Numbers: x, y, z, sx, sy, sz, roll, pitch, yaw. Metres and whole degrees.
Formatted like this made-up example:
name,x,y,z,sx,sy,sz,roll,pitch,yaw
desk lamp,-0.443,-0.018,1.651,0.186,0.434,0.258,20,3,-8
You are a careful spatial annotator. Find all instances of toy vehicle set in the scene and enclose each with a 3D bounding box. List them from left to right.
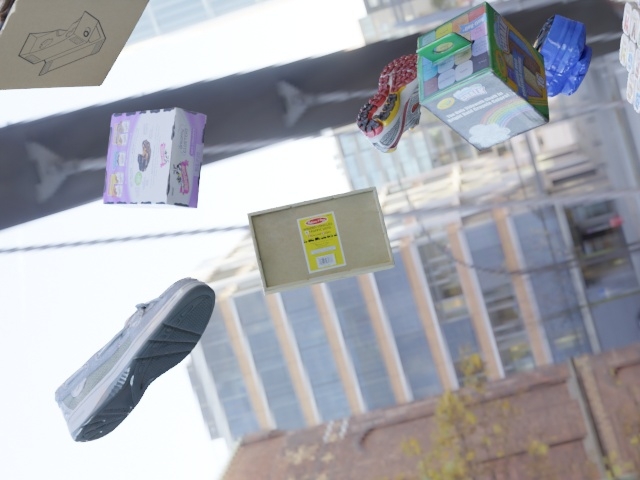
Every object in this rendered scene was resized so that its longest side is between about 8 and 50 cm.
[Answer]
name,x,y,z,sx,sy,sz,roll,pitch,yaw
toy vehicle set,0.000,0.000,2.121,0.035,0.267,0.166,89,169,-77

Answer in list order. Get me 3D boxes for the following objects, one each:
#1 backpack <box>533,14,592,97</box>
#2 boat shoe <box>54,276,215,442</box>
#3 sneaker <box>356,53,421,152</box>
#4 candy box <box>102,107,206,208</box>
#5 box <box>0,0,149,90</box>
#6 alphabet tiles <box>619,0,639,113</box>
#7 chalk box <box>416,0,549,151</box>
name,x,y,z,sx,sy,sz,roll,pitch,yaw
backpack,0.404,-0.313,1.794,0.098,0.101,0.120,-69,-7,-46
boat shoe,-0.283,0.165,1.595,0.103,0.320,0.118,50,-160,27
sneaker,0.146,-0.255,1.957,0.225,0.088,0.092,-55,-45,-23
candy box,-0.288,-0.138,1.849,0.070,0.196,0.164,8,-94,-44
box,-0.327,-0.253,1.341,0.201,0.164,0.021,-12,-119,-47
alphabet tiles,0.685,-0.406,2.269,0.284,0.021,0.278,-92,1,-63
chalk box,0.230,-0.254,1.598,0.213,0.132,0.132,32,-132,-41
